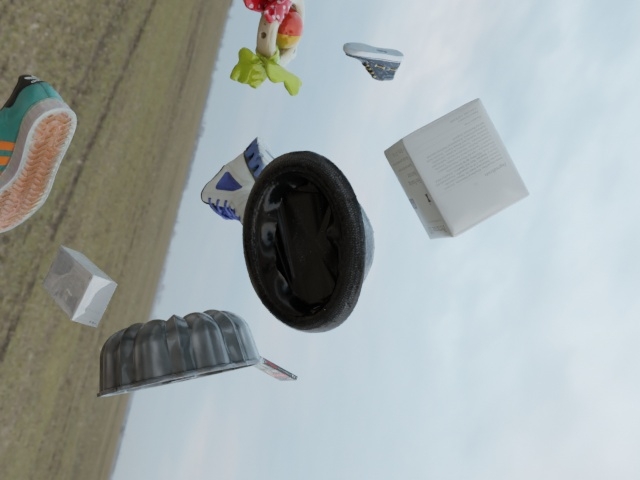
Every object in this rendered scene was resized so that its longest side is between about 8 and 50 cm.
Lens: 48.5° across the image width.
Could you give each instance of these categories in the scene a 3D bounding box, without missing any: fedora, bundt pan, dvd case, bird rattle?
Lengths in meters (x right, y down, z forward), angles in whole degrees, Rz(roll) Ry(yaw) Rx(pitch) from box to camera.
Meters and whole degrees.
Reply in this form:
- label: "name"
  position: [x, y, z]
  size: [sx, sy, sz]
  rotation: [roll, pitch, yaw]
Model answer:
- label: "fedora"
  position: [0.000, 0.000, 1.331]
  size: [0.334, 0.152, 0.334]
  rotation: [5, -82, 40]
- label: "bundt pan"
  position: [-0.285, 0.219, 1.417]
  size: [0.331, 0.330, 0.124]
  rotation: [140, -61, -71]
- label: "dvd case"
  position: [-0.121, 0.298, 1.663]
  size: [0.087, 0.119, 0.013]
  rotation: [-20, -137, 59]
- label: "bird rattle"
  position: [-0.092, -0.424, 1.402]
  size: [0.207, 0.143, 0.254]
  rotation: [-51, 148, -57]

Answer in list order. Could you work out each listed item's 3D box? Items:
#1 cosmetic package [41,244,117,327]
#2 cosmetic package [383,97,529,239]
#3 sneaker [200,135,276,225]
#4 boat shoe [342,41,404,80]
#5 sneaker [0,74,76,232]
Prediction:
- label: "cosmetic package"
  position: [-0.498, 0.090, 1.460]
  size: [0.239, 0.060, 0.099]
  rotation: [24, -90, 53]
- label: "cosmetic package"
  position: [0.226, -0.115, 1.204]
  size: [0.184, 0.151, 0.151]
  rotation: [62, -5, -1]
- label: "sneaker"
  position: [-0.171, -0.078, 1.638]
  size: [0.182, 0.127, 0.316]
  rotation: [-27, -129, 17]
- label: "boat shoe"
  position: [0.138, -0.488, 1.954]
  size: [0.065, 0.183, 0.083]
  rotation: [-114, -144, -47]
- label: "sneaker"
  position: [-0.521, -0.144, 1.212]
  size: [0.302, 0.108, 0.121]
  rotation: [-50, -115, 24]
